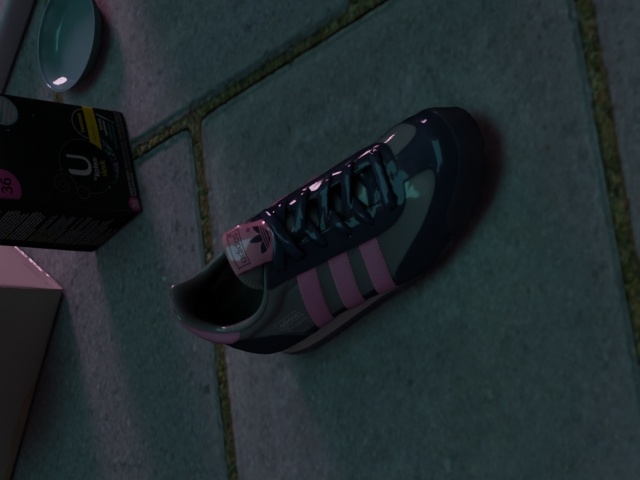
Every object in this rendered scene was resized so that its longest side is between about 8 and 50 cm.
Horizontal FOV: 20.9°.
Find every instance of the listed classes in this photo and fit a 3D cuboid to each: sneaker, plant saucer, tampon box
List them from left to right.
[{"bbox_3d":[-0.281,-0.066,1.731,0.101,0.161,0.120,-37,58,43],"label":"tampon box"},{"bbox_3d":[-0.262,-0.215,1.839,0.119,0.021,0.119,-10,77,51],"label":"plant saucer"},{"bbox_3d":[0.000,0.000,1.390,0.319,0.131,0.112,-45,52,39],"label":"sneaker"}]

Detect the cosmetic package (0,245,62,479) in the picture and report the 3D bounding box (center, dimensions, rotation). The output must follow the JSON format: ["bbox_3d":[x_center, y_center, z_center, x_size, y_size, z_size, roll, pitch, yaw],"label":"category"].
[{"bbox_3d":[-0.398,0.159,1.893,0.160,0.113,0.309,36,113,47],"label":"cosmetic package"}]

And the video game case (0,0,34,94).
[{"bbox_3d":[-0.409,-0.327,2.031,0.300,0.036,0.329,48,123,43],"label":"video game case"}]
